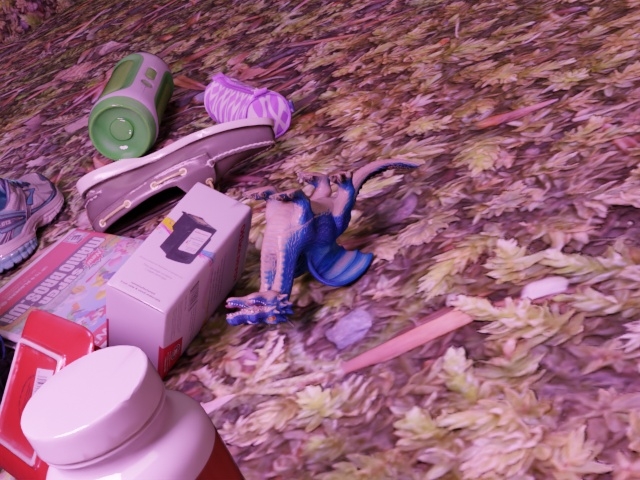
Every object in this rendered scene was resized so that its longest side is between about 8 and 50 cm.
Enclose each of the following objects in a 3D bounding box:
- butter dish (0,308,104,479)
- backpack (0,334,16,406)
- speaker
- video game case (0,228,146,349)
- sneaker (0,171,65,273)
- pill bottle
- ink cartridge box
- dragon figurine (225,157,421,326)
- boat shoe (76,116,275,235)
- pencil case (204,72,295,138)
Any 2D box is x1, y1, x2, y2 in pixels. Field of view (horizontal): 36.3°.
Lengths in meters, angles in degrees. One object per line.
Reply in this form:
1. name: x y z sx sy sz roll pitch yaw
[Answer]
1. butter dish: -0.234 0.161 0.953 0.160 0.118 0.160 9 84 52
2. backpack: -0.507 0.140 1.052 0.213 0.276 0.263 11 55 30
3. speaker: -0.344 -0.251 1.798 0.131 0.131 0.296 -20 26 10
4. video game case: -0.294 0.066 1.211 0.285 0.025 0.204 8 43 42
5. sneaker: -0.498 -0.062 1.578 0.110 0.122 0.283 -21 26 7
6. pill bottle: -0.112 0.184 0.676 0.121 0.216 0.121 -20 26 10
7. ink cartridge box: -0.151 0.043 1.050 0.072 0.127 0.175 26 49 11
8. dragon figurine: 0.000 0.000 1.069 0.085 0.144 0.289 4 20 42
9. boat shoe: -0.199 -0.092 1.414 0.305 0.091 0.109 -20 -11 4
10. pencil case: -0.123 -0.216 1.584 0.086 0.088 0.206 -33 26 -16
